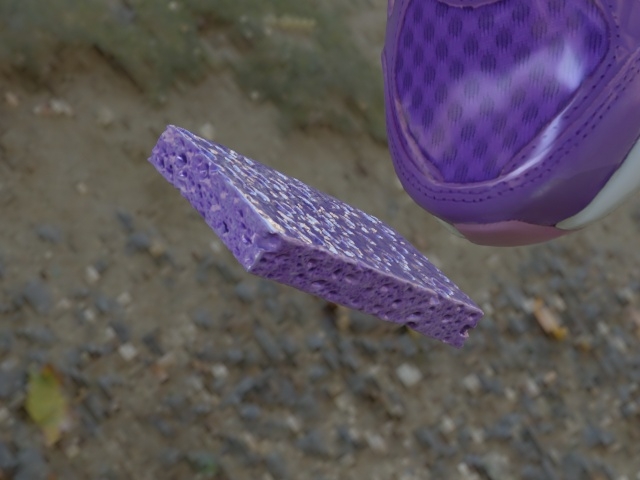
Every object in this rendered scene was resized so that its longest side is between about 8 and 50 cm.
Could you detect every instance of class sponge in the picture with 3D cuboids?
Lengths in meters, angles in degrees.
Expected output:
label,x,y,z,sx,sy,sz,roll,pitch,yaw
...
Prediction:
label,x,y,z,sx,sy,sz,roll,pitch,yaw
sponge,0.000,0.000,1.083,0.210,0.031,0.117,22,18,-49

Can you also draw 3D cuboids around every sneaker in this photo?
label,x,y,z,sx,sy,sz,roll,pitch,yaw
sneaker,0.046,-0.119,0.445,0.104,0.095,0.236,21,76,-52
